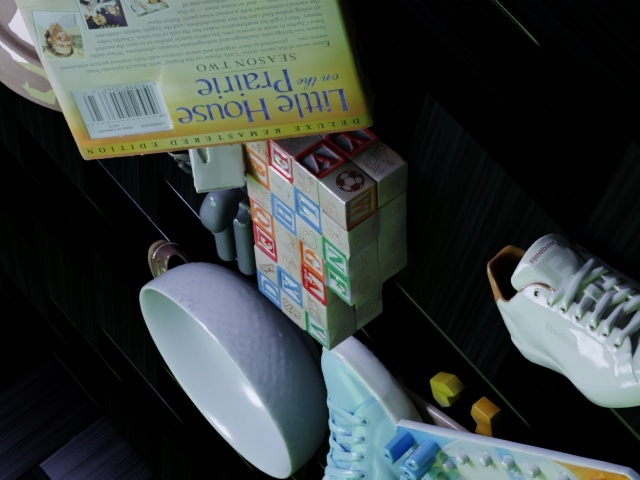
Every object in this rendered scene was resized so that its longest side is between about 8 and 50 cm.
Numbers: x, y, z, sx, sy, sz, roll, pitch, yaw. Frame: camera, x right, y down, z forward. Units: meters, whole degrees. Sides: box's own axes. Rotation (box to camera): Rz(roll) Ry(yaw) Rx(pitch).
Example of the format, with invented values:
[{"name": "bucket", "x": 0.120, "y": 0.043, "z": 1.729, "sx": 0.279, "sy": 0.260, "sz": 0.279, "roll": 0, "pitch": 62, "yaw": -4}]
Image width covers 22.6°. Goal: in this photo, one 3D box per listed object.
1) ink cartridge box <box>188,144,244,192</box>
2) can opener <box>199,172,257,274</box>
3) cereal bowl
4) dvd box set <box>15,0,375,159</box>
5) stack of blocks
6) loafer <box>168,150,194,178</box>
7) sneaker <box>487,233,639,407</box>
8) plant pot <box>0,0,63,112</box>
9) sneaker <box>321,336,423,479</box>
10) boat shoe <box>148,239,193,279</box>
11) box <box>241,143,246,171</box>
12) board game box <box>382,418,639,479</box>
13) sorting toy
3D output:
[{"name": "ink cartridge box", "x": -0.120, "y": -0.123, "z": 1.773, "sx": 0.135, "sy": 0.056, "sz": 0.099, "roll": -109, "pitch": 14, "yaw": -65}, {"name": "can opener", "x": -0.119, "y": -0.029, "z": 2.052, "sx": 0.074, "sy": 0.093, "sz": 0.280, "roll": 35, "pitch": 163, "yaw": 16}, {"name": "cereal bowl", "x": -0.102, "y": 0.164, "z": 2.275, "sx": 0.339, "sy": 0.141, "sz": 0.339, "roll": 44, "pitch": 159, "yaw": 22}, {"name": "dvd box set", "x": -0.136, "y": -0.258, "z": 1.474, "sx": 0.062, "sy": 0.308, "sz": 0.420, "roll": -84, "pitch": -17, "yaw": -44}, {"name": "stack of blocks", "x": 0.008, "y": -0.011, "z": 1.776, "sx": 0.171, "sy": 0.087, "sz": 0.297, "roll": 41, "pitch": 152, "yaw": 30}, {"name": "loafer", "x": -0.172, "y": -0.147, "z": 1.989, "sx": 0.096, "sy": 0.084, "sz": 0.267, "roll": 42, "pitch": 158, "yaw": 28}, {"name": "sneaker", "x": 0.232, "y": 0.063, "z": 1.406, "sx": 0.123, "sy": 0.106, "sz": 0.290, "roll": 57, "pitch": 161, "yaw": -19}, {"name": "plant pot", "x": -0.226, "y": -0.296, "z": 1.678, "sx": 0.263, "sy": 0.263, "sz": 0.229, "roll": 43, "pitch": 140, "yaw": 27}, {"name": "sneaker", "x": 0.057, "y": 0.296, "z": 2.021, "sx": 0.135, "sy": 0.150, "sz": 0.366, "roll": 14, "pitch": 130, "yaw": 59}, {"name": "boat shoe", "x": -0.205, "y": 0.095, "z": 2.491, "sx": 0.073, "sy": 0.073, "sz": 0.207, "roll": 23, "pitch": 145, "yaw": 58}, {"name": "box", "x": -0.110, "y": -0.142, "z": 1.872, "sx": 0.094, "sy": 0.027, "sz": 0.137, "roll": 47, "pitch": 137, "yaw": 18}, {"name": "board game box", "x": 0.279, "y": 0.396, "z": 1.857, "sx": 0.390, "sy": 0.050, "sz": 0.390, "roll": 4, "pitch": 129, "yaw": 52}, {"name": "sorting toy", "x": 0.169, "y": 0.267, "z": 1.991, "sx": 0.229, "sy": 0.041, "sz": 0.307, "roll": 38, "pitch": 156, "yaw": 35}]
